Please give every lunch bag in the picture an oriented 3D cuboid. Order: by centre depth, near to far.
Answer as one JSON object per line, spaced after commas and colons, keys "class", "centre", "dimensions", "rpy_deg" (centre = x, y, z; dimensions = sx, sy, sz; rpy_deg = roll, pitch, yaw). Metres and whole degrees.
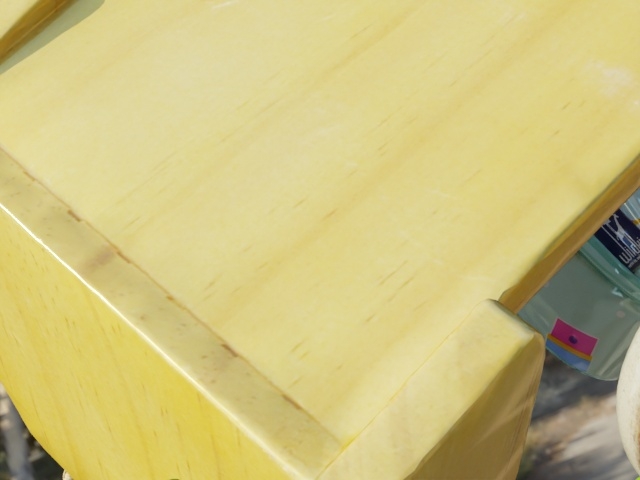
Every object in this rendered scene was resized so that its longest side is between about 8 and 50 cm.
{"class": "lunch bag", "centre": [0.209, -0.040, 0.853], "dimensions": [0.279, 0.224, 0.108], "rpy_deg": [-22, -25, -41]}

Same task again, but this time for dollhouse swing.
{"class": "dollhouse swing", "centre": [0.000, 0.000, 0.682], "dimensions": [0.305, 0.347, 0.315], "rpy_deg": [-36, -33, -29]}

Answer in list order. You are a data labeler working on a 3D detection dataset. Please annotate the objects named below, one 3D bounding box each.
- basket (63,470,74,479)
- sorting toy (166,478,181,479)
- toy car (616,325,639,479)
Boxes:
{"class": "basket", "centre": [-0.162, 0.133, 1.288], "dimensions": [0.223, 0.299, 0.213], "rpy_deg": [10, -20, 8]}
{"class": "sorting toy", "centre": [-0.073, 0.151, 0.556], "dimensions": [0.042, 0.061, 0.102], "rpy_deg": [-7, -40, 15]}
{"class": "toy car", "centre": [0.181, 0.064, 0.297], "dimensions": [0.149, 0.155, 0.188], "rpy_deg": [-12, 34, -24]}
